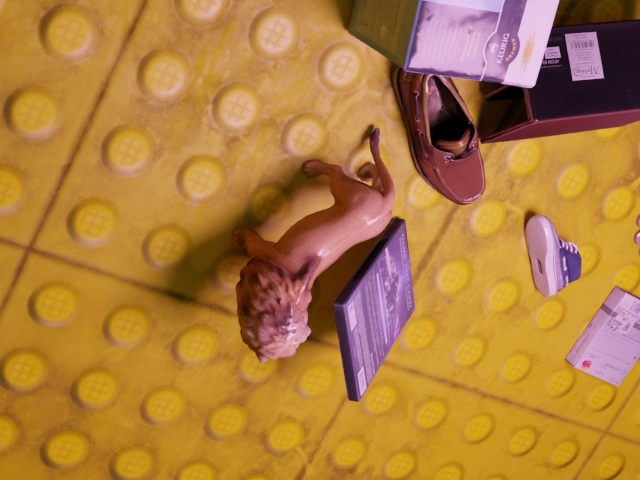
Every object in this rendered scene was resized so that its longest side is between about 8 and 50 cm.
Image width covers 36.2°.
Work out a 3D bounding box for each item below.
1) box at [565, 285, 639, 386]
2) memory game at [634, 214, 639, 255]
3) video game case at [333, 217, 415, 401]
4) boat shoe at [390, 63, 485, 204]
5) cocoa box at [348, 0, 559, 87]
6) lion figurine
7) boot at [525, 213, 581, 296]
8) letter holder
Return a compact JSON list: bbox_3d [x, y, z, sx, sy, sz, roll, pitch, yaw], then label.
[{"bbox_3d":[0.614,0.200,2.022,0.145,0.038,0.186,24,103,-30],"label":"box"},{"bbox_3d":[0.708,-0.035,1.958,0.186,0.012,0.186,-9,118,-18],"label":"memory game"},{"bbox_3d":[0.097,0.113,1.662,0.026,0.274,0.196,6,123,24],"label":"video game case"},{"bbox_3d":[0.206,-0.168,1.628,0.110,0.104,0.307,-35,123,-3],"label":"boat shoe"},{"bbox_3d":[0.210,-0.428,1.423,0.227,0.231,0.347,2,114,-23],"label":"cocoa box"},{"bbox_3d":[0.000,0.000,1.547,0.392,0.240,0.142,-48,123,5],"label":"lion figurine"},{"bbox_3d":[0.444,0.015,1.849,0.086,0.069,0.190,-28,131,-16],"label":"boot"},{"bbox_3d":[0.428,-0.265,1.663,0.301,0.214,0.152,-8,86,-18],"label":"letter holder"}]
